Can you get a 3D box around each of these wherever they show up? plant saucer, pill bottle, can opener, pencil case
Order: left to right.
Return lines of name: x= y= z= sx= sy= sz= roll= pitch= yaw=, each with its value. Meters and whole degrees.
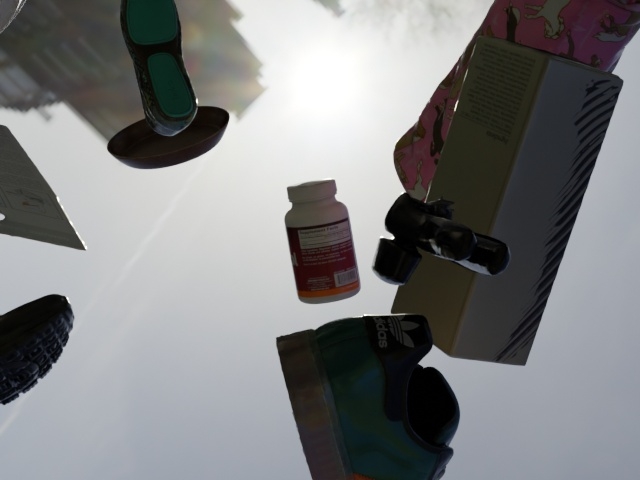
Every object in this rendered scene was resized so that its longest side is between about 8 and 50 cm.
plant saucer: x=-0.199 y=-0.134 z=1.718 sx=0.168 sy=0.029 sz=0.168 roll=-12 pitch=-154 yaw=6
pill bottle: x=0.000 y=0.000 z=1.671 sx=0.086 sy=0.152 sz=0.086 roll=-9 pitch=-171 yaw=1
can opener: x=0.090 y=0.003 z=0.918 sx=0.186 sy=0.059 sz=0.073 roll=-169 pitch=-89 yaw=-72
pencil case: x=0.223 y=-0.183 z=1.483 sx=0.167 sy=0.160 sz=0.386 roll=-74 pitch=-169 yaw=-48

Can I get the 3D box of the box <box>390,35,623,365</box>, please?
box: x=0.163 y=-0.035 z=1.157 sx=0.113 sy=0.094 sz=0.275 roll=37 pitch=-67 yaw=57

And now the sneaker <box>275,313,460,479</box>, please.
sneaker: x=0.056 y=0.172 z=0.996 sx=0.121 sy=0.302 sz=0.108 roll=-15 pitch=-135 yaw=1

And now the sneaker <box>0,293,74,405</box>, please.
sneaker: x=-0.368 y=0.113 z=1.207 sx=0.286 sy=0.130 sz=0.109 roll=-28 pitch=157 yaw=-21

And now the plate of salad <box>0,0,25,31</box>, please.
plate of salad: x=-0.431 y=-0.279 z=1.551 sx=0.200 sy=0.048 sz=0.200 roll=-40 pitch=169 yaw=-9

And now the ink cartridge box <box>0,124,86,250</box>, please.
ink cartridge box: x=-0.482 y=-0.067 z=1.546 sx=0.385 sy=0.308 sz=0.091 roll=45 pitch=-63 yaw=52

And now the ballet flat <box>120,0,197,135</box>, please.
ballet flat: x=-0.180 y=-0.197 z=1.396 sx=0.070 sy=0.070 sz=0.188 roll=-27 pitch=-116 yaw=34
